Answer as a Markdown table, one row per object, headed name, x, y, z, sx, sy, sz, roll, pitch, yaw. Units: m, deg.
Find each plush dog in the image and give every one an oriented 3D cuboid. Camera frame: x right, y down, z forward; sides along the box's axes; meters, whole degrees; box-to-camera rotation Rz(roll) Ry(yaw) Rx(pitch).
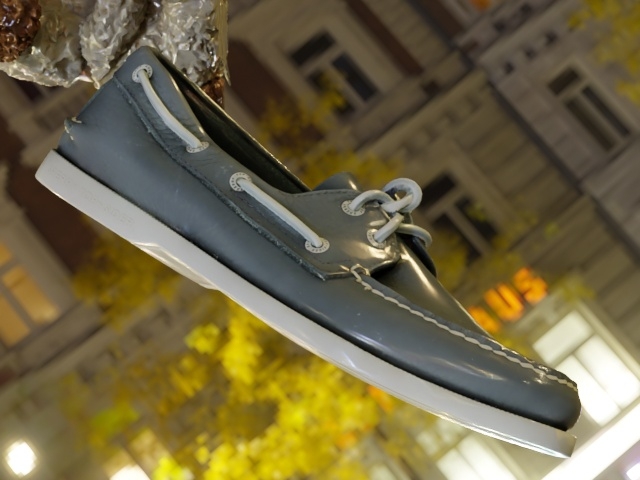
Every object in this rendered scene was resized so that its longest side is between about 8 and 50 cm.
| name | x | y | z | sx | sy | sz | roll | pitch | yaw |
| --- | --- | --- | --- | --- | --- | --- | --- | --- | --- |
| plush dog | -0.199 | -0.195 | 1.559 | 0.225 | 0.211 | 0.262 | 0 | 11 | 1 |

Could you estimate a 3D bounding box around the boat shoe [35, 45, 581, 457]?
| name | x | y | z | sx | sy | sz | roll | pitch | yaw |
| --- | --- | --- | --- | --- | --- | --- | --- | --- | --- |
| boat shoe | 0.000 | 0.000 | 0.853 | 0.099 | 0.319 | 0.116 | -60 | -26 | -3 |
